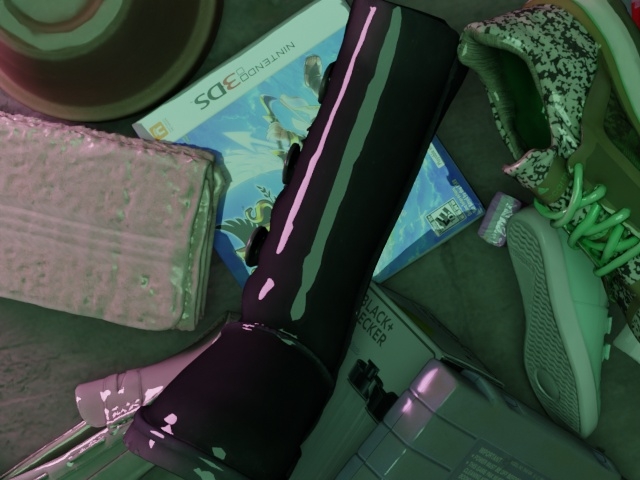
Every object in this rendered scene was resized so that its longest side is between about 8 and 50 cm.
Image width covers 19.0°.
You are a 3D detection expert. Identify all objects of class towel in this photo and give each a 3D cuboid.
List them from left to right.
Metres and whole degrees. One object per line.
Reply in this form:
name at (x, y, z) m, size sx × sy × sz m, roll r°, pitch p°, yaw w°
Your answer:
towel at (-0.237, -0.021, 1.874) m, size 0.282 × 0.049 × 0.187 m, roll 13°, pitch 105°, yaw 12°

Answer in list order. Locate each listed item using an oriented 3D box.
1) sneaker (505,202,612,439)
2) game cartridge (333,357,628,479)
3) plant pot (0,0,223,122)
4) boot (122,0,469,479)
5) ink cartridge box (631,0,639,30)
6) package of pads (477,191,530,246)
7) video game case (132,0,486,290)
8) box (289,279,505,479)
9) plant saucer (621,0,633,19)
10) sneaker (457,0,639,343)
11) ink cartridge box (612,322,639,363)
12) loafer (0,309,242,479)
sneaker at (0.274, 0.064, 1.861) m, size 0.151 × 0.094 × 0.256 m, roll -24°, pitch 118°, yaw -26°
game cartridge at (0.144, 0.257, 1.788) m, size 0.230 × 0.355 × 0.068 m, roll -55°, pitch 46°, yaw 2°
plant pot at (-0.229, -0.243, 1.800) m, size 0.263 × 0.229 × 0.263 m, roll 0°, pitch 93°, yaw 2°
boot at (0.000, 0.000, 1.664) m, size 0.146 × 0.367 × 0.445 m, roll 27°, pitch 92°, yaw 2°
ink cartridge box at (0.332, -0.270, 1.776) m, size 0.078 × 0.134 × 0.231 m, roll -3°, pitch 94°, yaw 3°
package of pads at (0.179, -0.019, 1.863) m, size 0.032 × 0.083 × 0.050 m, roll 27°, pitch 95°, yaw 12°
video game case at (-0.011, -0.071, 1.883) m, size 0.244 × 0.061 × 0.269 m, roll -34°, pitch 92°, yaw 6°
box at (0.030, 0.201, 1.830) m, size 0.087 × 0.169 × 0.290 m, roll 29°, pitch 101°, yaw -34°
plant saucer at (0.296, -0.310, 1.862) m, size 0.195 × 0.037 × 0.195 m, roll 0°, pitch 94°, yaw 2°
sneaker at (0.234, -0.040, 1.687) m, size 0.158 × 0.182 × 0.410 m, roll -45°, pitch 65°, yaw 45°
ink cartridge box at (0.433, 0.098, 1.886) m, size 0.225 × 0.056 × 0.181 m, roll 37°, pitch 95°, yaw 19°
loafer at (-0.194, 0.178, 1.884) m, size 0.319 × 0.112 × 0.111 m, roll -44°, pitch 99°, yaw 5°
